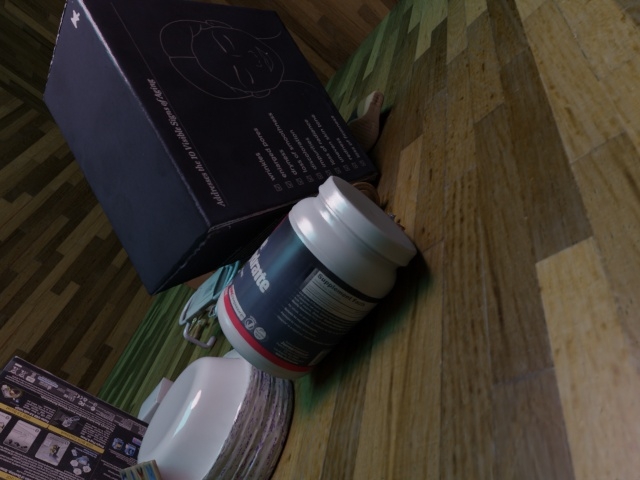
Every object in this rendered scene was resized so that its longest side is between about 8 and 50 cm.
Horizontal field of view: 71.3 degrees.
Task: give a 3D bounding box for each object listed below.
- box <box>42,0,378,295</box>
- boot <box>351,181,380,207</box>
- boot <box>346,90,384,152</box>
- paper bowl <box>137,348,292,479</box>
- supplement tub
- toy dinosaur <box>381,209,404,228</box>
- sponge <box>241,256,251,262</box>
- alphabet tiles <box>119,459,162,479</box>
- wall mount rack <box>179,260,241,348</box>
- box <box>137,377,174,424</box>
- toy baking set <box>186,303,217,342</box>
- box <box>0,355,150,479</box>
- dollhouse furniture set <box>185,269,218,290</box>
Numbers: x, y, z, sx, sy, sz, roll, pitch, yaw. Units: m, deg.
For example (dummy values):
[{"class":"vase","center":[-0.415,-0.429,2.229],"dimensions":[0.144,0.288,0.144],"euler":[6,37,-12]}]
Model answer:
[{"class":"box","center":[-0.214,-0.216,0.943],"dimensions":[0.472,0.480,0.297],"euler":[-23,-10,-48]},{"class":"boot","center":[0.000,0.000,0.936],"dimensions":[0.283,0.109,0.220],"euler":[-61,15,0]},{"class":"boot","center":[0.092,-0.283,1.259],"dimensions":[0.248,0.090,0.207],"euler":[-64,9,-24]},{"class":"paper bowl","center":[-0.186,0.309,0.734],"dimensions":[0.284,0.148,0.284],"euler":[-47,20,23]},{"class":"supplement tub","center":[-0.009,0.058,0.680],"dimensions":[0.272,0.191,0.191],"euler":[-48,19,15]},{"class":"toy dinosaur","center":[0.098,-0.016,0.797],"dimensions":[0.090,0.047,0.082],"euler":[-114,43,-57]},{"class":"sponge","center":[-0.179,-0.002,1.314],"dimensions":[0.210,0.031,0.117],"euler":[-39,-9,11]},{"class":"alphabet tiles","center":[-0.248,0.428,0.650],"dimensions":[0.009,0.198,0.237],"euler":[-14,-17,-45]},{"class":"wall mount rack","center":[-0.257,0.134,1.264],"dimensions":[0.350,0.130,0.304],"euler":[-35,29,43]},{"class":"box","center":[-0.391,0.424,1.112],"dimensions":[0.101,0.087,0.102],"euler":[-50,19,9]},{"class":"toy baking set","center":[-0.374,0.240,1.501],"dimensions":[0.256,0.030,0.197],"euler":[-50,22,11]},{"class":"box","center":[-0.472,0.438,0.802],"dimensions":[0.097,0.395,0.318],"euler":[-43,22,24]},{"class":"dollhouse furniture set","center":[-0.370,0.017,1.605],"dimensions":[0.374,0.201,0.152],"euler":[-50,19,12]}]
